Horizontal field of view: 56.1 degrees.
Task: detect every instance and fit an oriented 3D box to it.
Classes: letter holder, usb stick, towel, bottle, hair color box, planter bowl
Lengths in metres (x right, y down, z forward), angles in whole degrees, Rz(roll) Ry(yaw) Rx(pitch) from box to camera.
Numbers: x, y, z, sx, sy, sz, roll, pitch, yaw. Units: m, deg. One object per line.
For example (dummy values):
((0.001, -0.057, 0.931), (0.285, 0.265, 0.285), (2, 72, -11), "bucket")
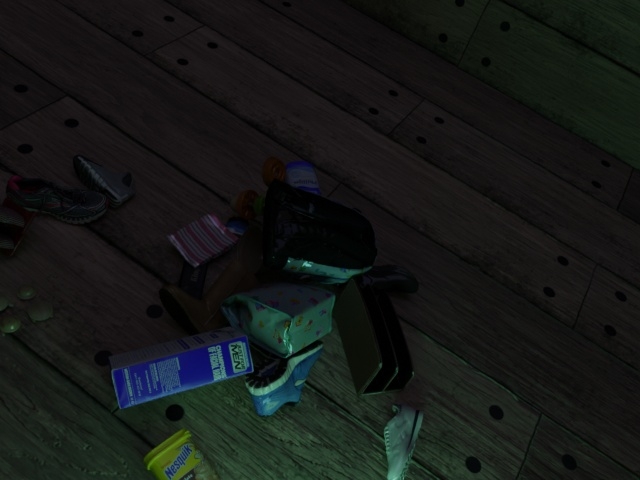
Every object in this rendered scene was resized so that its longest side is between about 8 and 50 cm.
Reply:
((0.169, 0.274, 1.787), (0.152, 0.214, 0.301), (-2, 52, -20), "letter holder")
((-0.392, 0.107, 1.853), (0.077, 0.045, 0.278), (12, 48, -10), "usb stick")
((-0.371, -0.005, 1.907), (0.144, 0.029, 0.197), (44, 47, 13), "towel")
((-0.056, -0.161, 2.159), (0.118, 0.092, 0.282), (-3, 52, -14), "bottle")
((-0.365, 0.322, 1.561), (0.339, 0.185, 0.110), (-13, 95, -21), "hair color box")
((-0.179, 0.040, 1.921), (0.109, 0.162, 0.162), (12, 45, -38), "planter bowl")

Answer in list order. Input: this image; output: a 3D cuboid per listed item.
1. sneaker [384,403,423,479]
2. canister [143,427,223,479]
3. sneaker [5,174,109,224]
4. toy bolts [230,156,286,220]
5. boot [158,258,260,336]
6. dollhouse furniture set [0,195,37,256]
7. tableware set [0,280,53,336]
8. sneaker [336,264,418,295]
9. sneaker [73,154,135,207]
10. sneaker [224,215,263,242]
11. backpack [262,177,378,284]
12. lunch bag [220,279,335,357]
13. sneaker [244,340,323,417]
((0.214, 0.562, 1.660), (0.095, 0.090, 0.235), (17, 43, 13), "sneaker")
((-0.332, 0.566, 1.468), (0.126, 0.073, 0.170), (-31, 68, -36), "canister")
((-0.816, -0.128, 1.865), (0.299, 0.112, 0.120), (4, 50, -16), "sneaker")
((-0.188, -0.168, 2.038), (0.159, 0.218, 0.229), (9, -1, 33), "toy bolts")
((-0.321, 0.148, 1.767), (0.269, 0.089, 0.236), (-52, 122, -39), "boot")
((-1.037, -0.105, 1.692), (0.374, 0.201, 0.152), (27, 90, 12), "dollhouse furniture set")
((-0.834, 0.184, 1.657), (0.169, 0.020, 0.141), (-23, 63, -34), "tableware set")
((0.181, 0.141, 1.993), (0.287, 0.109, 0.130), (13, 54, 5), "sneaker")
((-0.707, -0.213, 2.002), (0.228, 0.086, 0.132), (45, 46, 7), "sneaker")
((-0.244, -0.036, 2.015), (0.152, 0.058, 0.084), (15, 56, 3), "sneaker")
((0.000, 0.000, 1.835), (0.356, 0.273, 0.290), (5, 58, -13), "backpack")
((-0.126, 0.204, 1.730), (0.262, 0.160, 0.223), (17, 22, 30), "lunch bag")
((-0.098, 0.376, 1.685), (0.130, 0.147, 0.330), (10, 24, 28), "sneaker")
